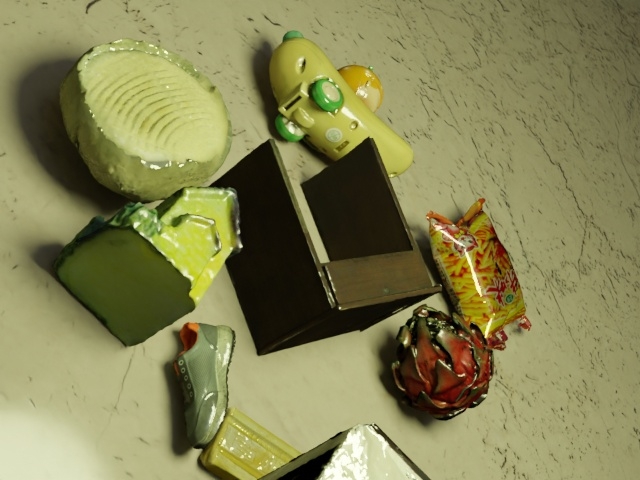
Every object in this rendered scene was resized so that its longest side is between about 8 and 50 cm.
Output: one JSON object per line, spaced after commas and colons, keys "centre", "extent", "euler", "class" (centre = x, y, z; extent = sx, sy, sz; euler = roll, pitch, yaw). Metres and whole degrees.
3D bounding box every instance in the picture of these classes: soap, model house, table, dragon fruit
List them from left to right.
{"centre": [-0.215, -0.003, 1.323], "extent": [0.170, 0.194, 0.211], "euler": [45, 43, -11], "class": "model house"}
{"centre": [-0.057, 0.340, 1.389], "extent": [0.252, 0.037, 0.092], "euler": [39, 43, -21], "class": "soap"}
{"centre": [0.000, 0.000, 1.533], "extent": [0.250, 0.196, 0.282], "euler": [-7, 71, -45], "class": "table"}
{"centre": [0.201, 0.205, 1.628], "extent": [0.188, 0.182, 0.182], "euler": [25, 50, -18], "class": "dragon fruit"}

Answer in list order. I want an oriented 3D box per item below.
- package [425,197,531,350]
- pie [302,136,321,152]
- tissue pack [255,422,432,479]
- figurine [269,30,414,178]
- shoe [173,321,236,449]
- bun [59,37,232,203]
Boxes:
{"centre": [0.302, 0.066, 1.864], "extent": [0.223, 0.108, 0.288], "euler": [-16, 85, -54], "class": "package"}
{"centre": [-0.007, -0.196, 1.777], "extent": [0.084, 0.021, 0.084], "euler": [24, 50, -33], "class": "pie"}
{"centre": [-0.034, 0.383, 1.141], "extent": [0.210, 0.370, 0.198], "euler": [43, 42, -8], "class": "tissue pack"}
{"centre": [0.042, -0.238, 1.751], "extent": [0.324, 0.124, 0.222], "euler": [37, 40, -20], "class": "figurine"}
{"centre": [-0.171, 0.196, 1.347], "extent": [0.077, 0.074, 0.195], "euler": [22, 49, -19], "class": "shoe"}
{"centre": [-0.261, -0.163, 1.409], "extent": [0.259, 0.152, 0.259], "euler": [20, 46, -22], "class": "bun"}
